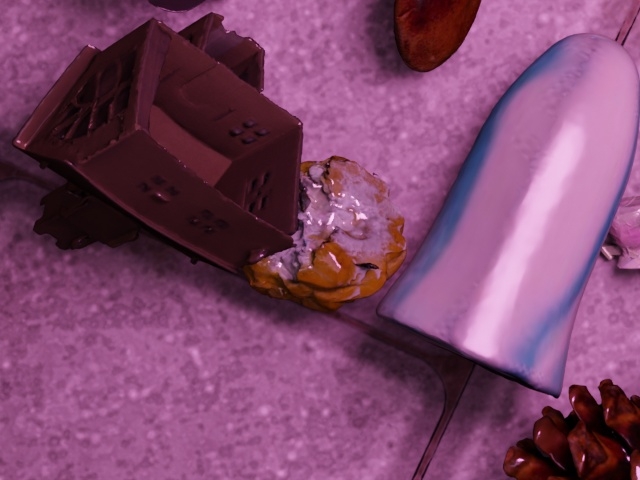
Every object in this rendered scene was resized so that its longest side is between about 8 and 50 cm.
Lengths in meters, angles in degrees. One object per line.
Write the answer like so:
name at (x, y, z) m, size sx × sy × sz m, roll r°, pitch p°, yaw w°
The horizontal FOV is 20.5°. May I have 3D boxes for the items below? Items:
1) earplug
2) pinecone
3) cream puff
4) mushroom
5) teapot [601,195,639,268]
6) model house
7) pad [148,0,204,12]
earplug at (0.201, -0.037, 1.620) m, size 0.185 × 0.185 × 0.324 m, roll 26°, pitch 87°, yaw -2°
pinecone at (0.317, 0.214, 1.601) m, size 0.309 × 0.244 × 0.244 m, roll -11°, pitch 93°, yaw 10°
cream puff at (-0.001, 0.000, 1.646) m, size 0.121 × 0.156 × 0.156 m, roll 33°, pitch 93°, yaw -44°
mushroom at (0.054, -0.290, 1.633) m, size 0.218 × 0.148 × 0.227 m, roll 20°, pitch 87°, yaw 14°
teapot at (0.292, -0.006, 1.675) m, size 0.083 × 0.064 × 0.064 m, roll -3°, pitch 102°, yaw 32°
model house at (-0.165, -0.077, 1.614) m, size 0.243 × 0.204 × 0.211 m, roll -27°, pitch 133°, yaw 37°
pad at (-0.168, -0.323, 1.603) m, size 0.267 × 0.004 × 0.181 m, roll 43°, pitch 56°, yaw 11°
